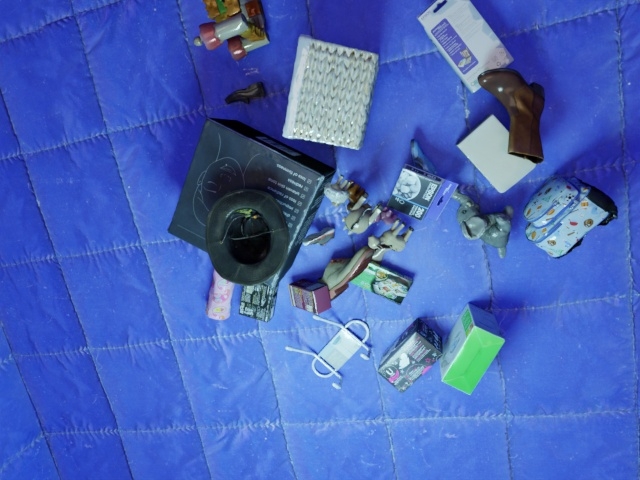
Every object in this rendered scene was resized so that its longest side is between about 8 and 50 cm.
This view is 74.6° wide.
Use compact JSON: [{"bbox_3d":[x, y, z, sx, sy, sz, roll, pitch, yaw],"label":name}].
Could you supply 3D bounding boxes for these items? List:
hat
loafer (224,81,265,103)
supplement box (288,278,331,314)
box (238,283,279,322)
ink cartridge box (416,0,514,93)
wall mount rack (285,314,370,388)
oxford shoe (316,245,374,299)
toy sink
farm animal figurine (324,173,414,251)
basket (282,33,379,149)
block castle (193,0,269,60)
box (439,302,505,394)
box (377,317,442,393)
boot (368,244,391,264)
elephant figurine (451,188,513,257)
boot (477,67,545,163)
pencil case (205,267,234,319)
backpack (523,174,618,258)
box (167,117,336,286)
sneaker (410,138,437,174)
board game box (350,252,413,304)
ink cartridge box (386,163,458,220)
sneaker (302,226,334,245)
[{"bbox_3d":[-0.240,-0.009,1.461,0.330,0.134,0.332,-1,86,11],"label":"hat"},{"bbox_3d":[-0.301,-0.572,1.672,0.169,0.062,0.061,-16,105,17],"label":"loafer"},{"bbox_3d":[-0.047,0.232,1.761,0.188,0.080,0.104,7,111,53],"label":"supplement box"},{"bbox_3d":[-0.275,0.254,1.870,0.147,0.077,0.180,13,106,9],"label":"box"},{"bbox_3d":[0.498,-0.696,1.458,0.165,0.065,0.333,-37,95,19],"label":"ink cartridge box"},{"bbox_3d":[0.038,0.467,1.828,0.304,0.130,0.350,39,108,1],"label":"wall mount rack"},{"bbox_3d":[0.083,0.117,1.692,0.130,0.122,0.348,52,130,15],"label":"oxford shoe"},{"bbox_3d":[0.619,-0.309,1.496,0.152,0.131,0.234,-43,91,20],"label":"toy sink"},{"bbox_3d":[0.167,-0.073,1.568,0.330,0.326,0.172,41,102,16],"label":"farm animal figurine"},{"bbox_3d":[0.047,-0.505,1.476,0.266,0.328,0.332,12,106,5],"label":"basket"},{"bbox_3d":[-0.369,-0.895,1.476,0.212,0.303,0.454,-14,100,16],"label":"block castle"},{"bbox_3d":[0.582,0.415,1.639,0.126,0.231,0.262,25,109,5],"label":"box"},{"bbox_3d":[0.370,0.471,1.738,0.142,0.163,0.247,41,109,4],"label":"box"},{"bbox_3d":[0.244,0.061,1.728,0.118,0.042,0.087,2,111,13],"label":"boot"},{"bbox_3d":[0.584,-0.070,1.573,0.239,0.186,0.169,9,150,21],"label":"elephant figurine"},{"bbox_3d":[0.630,-0.409,1.399,0.263,0.096,0.281,17,74,-23],"label":"boot"},{"bbox_3d":[-0.435,0.211,1.877,0.124,0.124,0.285,17,107,8],"label":"pencil case"},{"bbox_3d":[0.831,-0.083,1.449,0.213,0.276,0.264,30,115,9],"label":"backpack"},{"bbox_3d":[-0.262,-0.158,1.645,0.479,0.297,0.472,27,107,4],"label":"box"},{"bbox_3d":[0.392,-0.285,1.584,0.082,0.069,0.210,-12,105,20],"label":"sneaker"},{"bbox_3d":[0.239,0.162,1.740,0.259,0.030,0.136,25,126,5],"label":"board game box"},{"bbox_3d":[0.377,-0.168,1.581,0.208,0.045,0.206,22,140,6],"label":"ink cartridge box"},{"bbox_3d":[0.000,0.000,1.717,0.061,0.157,0.065,23,130,52],"label":"sneaker"}]
